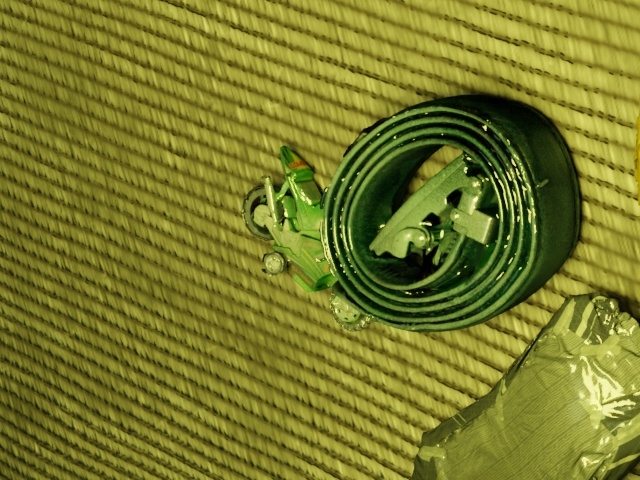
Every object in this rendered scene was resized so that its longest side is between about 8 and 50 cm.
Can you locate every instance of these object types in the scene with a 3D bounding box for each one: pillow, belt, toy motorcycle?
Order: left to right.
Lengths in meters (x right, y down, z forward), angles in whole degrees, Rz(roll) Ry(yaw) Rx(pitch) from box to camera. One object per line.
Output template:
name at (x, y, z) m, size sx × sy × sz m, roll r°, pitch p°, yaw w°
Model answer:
toy motorcycle at (0.000, 0.000, 1.875) m, size 0.190 × 0.074 × 0.106 m, roll 47°, pitch 119°, yaw 21°
belt at (0.113, -0.020, 1.734) m, size 0.267 × 0.116 × 0.206 m, roll -32°, pitch 81°, yaw 36°
pillow at (0.203, 0.185, 1.742) m, size 0.161 × 0.092 × 0.335 m, roll 56°, pitch 132°, yaw 19°

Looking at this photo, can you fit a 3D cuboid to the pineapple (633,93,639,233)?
pineapple at (0.342, -0.142, 1.527) m, size 0.164 × 0.140 × 0.250 m, roll -1°, pitch 126°, yaw 0°
